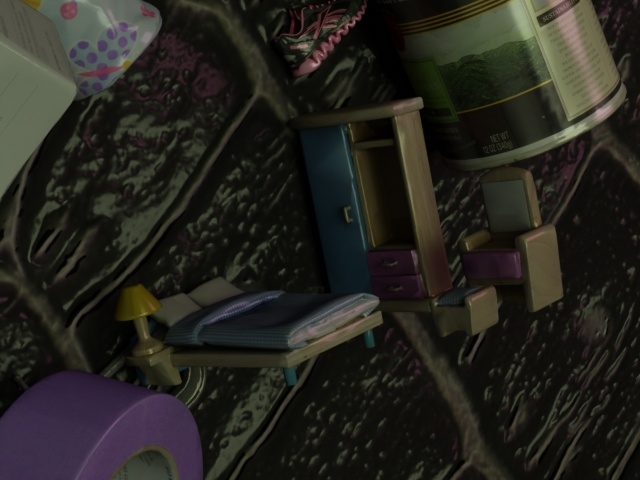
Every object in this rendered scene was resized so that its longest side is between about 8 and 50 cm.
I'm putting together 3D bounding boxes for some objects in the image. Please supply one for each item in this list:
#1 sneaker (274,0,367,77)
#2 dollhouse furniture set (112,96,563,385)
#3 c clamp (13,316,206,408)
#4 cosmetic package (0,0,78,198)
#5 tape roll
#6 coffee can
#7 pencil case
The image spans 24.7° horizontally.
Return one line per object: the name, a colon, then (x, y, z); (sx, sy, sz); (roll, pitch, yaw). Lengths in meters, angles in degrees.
sneaker: (-0.001, -0.216, 1.431); (0.057, 0.047, 0.119); (45, 65, -14)
dollhouse furniture set: (0.000, 0.000, 1.284); (0.303, 0.286, 0.198); (-21, 103, -45)
c clamp: (-0.178, 0.130, 1.325); (0.160, 0.022, 0.137); (-40, 112, -27)
cosmetic package: (-0.395, -0.153, 1.047); (0.385, 0.156, 0.217); (29, 106, -31)
tape roll: (-0.196, 0.248, 1.188); (0.275, 0.090, 0.275); (12, 90, -71)
coffee can: (0.162, -0.235, 1.443); (0.201, 0.201, 0.275); (-35, 109, -29)
pencil case: (-0.256, -0.241, 1.213); (0.113, 0.124, 0.273); (-37, 115, 14)
